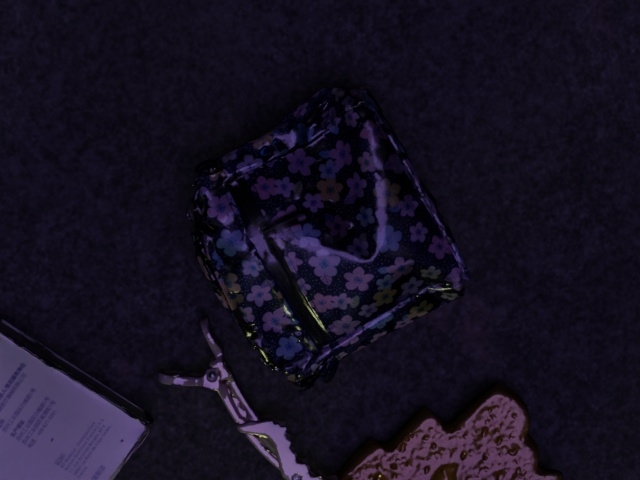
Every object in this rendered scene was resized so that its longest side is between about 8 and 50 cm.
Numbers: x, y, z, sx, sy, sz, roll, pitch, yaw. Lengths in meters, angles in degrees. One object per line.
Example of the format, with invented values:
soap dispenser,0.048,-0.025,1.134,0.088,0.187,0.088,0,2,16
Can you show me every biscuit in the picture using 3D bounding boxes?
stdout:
biscuit,0.108,0.240,1.492,0.239,0.041,0.212,-3,101,-4

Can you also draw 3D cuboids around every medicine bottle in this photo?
medicine bottle,-0.271,0.191,1.410,0.171,0.052,0.201,33,94,-14

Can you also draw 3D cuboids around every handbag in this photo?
handbag,0.000,0.000,1.382,0.208,0.127,0.228,-28,105,3

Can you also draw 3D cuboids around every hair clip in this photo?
hair clip,-0.053,0.173,1.439,0.072,0.034,0.226,-41,96,2
